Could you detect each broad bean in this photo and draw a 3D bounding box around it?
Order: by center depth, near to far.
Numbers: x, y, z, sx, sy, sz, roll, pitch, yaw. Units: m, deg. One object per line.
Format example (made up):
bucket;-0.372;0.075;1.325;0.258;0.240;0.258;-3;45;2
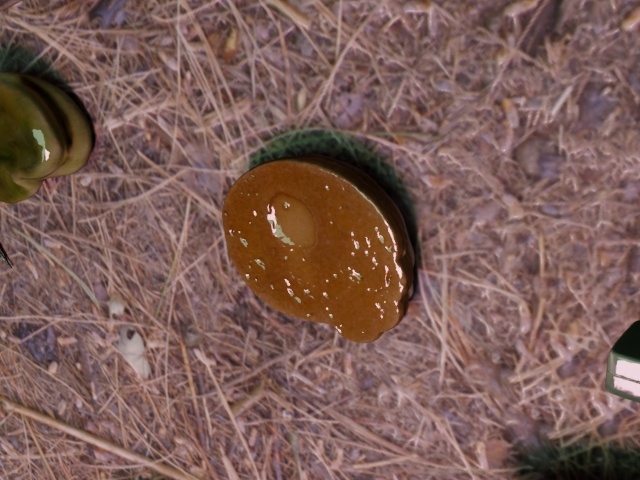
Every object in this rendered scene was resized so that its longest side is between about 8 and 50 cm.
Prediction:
broad bean;-0.352;-0.117;1.288;0.207;0.072;0.153;-2;104;38

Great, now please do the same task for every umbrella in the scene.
umbrella;-0.427;-0.014;1.433;0.022;0.013;0.122;-30;91;20

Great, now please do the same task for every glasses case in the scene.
glasses case;0.326;0.115;0.900;0.184;0.078;0.039;15;116;30

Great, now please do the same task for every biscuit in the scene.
biscuit;0.000;0.000;1.102;0.208;0.049;0.181;17;121;29

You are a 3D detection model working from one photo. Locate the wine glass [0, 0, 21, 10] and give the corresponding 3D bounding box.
wine glass;-0.344;-0.384;1.051;0.238;0.238;0.323;-21;103;41
